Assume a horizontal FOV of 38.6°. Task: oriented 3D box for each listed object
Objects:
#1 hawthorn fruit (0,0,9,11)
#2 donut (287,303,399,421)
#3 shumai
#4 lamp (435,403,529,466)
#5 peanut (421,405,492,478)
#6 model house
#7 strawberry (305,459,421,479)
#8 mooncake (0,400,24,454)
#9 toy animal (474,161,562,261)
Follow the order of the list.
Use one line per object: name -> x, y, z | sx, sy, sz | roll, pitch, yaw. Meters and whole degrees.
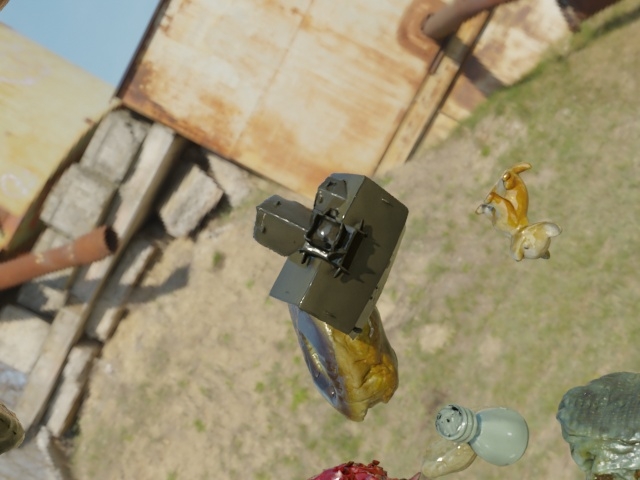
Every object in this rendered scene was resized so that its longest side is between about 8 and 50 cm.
hawthorn fruit -> -0.387, -0.260, 0.859 | 0.225, 0.197, 0.196 | -54, 6, 24
donut -> 0.047, 0.204, 1.836 | 0.160, 0.330, 0.330 | -21, -4, -9
shumai -> 0.441, 0.285, 1.294 | 0.184, 0.141, 0.184 | -18, 26, 9
lamp -> 0.284, 0.331, 1.583 | 0.106, 0.193, 0.106 | -23, 57, 40
peanut -> 0.267, 0.382, 1.722 | 0.187, 0.082, 0.082 | -44, 5, 6
model house -> 0.000, 0.000, 1.310 | 0.211, 0.204, 0.243 | -64, -12, -6
strawberry -> -0.018, 0.407, 1.108 | 0.292, 0.344, 0.292 | -173, 90, -73
mooncake -> -0.643, 0.371, 1.326 | 0.246, 0.393, 0.394 | 89, 169, -63
toy animal -> 0.188, -0.022, 0.832 | 0.081, 0.083, 0.060 | -48, -7, -24
